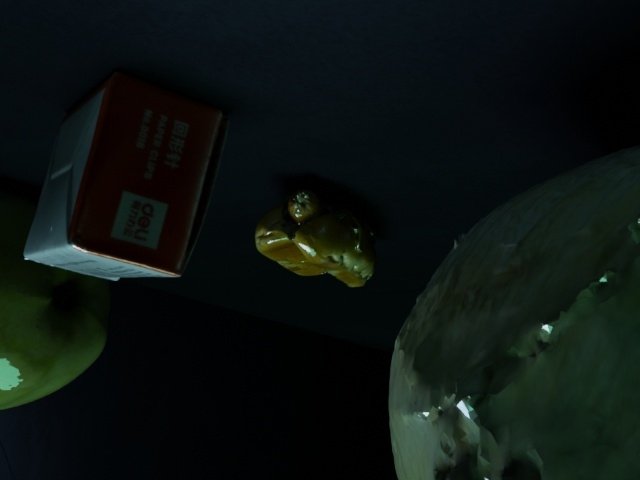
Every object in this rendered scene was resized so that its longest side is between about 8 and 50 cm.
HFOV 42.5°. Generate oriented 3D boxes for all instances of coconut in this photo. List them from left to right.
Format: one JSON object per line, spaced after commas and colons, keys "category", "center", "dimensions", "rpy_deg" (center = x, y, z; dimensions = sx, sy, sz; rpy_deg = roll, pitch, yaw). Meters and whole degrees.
{"category": "coconut", "center": [0.207, 0.107, 0.395], "dimensions": [0.346, 0.346, 0.360], "rpy_deg": [3, -159, 46]}

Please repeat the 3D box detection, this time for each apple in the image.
{"category": "apple", "center": [-0.495, 0.082, 1.216], "dimensions": [0.357, 0.357, 0.357], "rpy_deg": [13, 170, 2]}

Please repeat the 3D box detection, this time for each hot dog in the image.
{"category": "hot dog", "center": [0.000, 0.000, 0.842], "dimensions": [0.109, 0.072, 0.269], "rpy_deg": [9, 171, 10]}

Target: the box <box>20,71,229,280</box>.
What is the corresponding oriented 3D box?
{"category": "box", "center": [-0.156, -0.039, 0.646], "dimensions": [0.099, 0.133, 0.182], "rpy_deg": [19, 167, -26]}
